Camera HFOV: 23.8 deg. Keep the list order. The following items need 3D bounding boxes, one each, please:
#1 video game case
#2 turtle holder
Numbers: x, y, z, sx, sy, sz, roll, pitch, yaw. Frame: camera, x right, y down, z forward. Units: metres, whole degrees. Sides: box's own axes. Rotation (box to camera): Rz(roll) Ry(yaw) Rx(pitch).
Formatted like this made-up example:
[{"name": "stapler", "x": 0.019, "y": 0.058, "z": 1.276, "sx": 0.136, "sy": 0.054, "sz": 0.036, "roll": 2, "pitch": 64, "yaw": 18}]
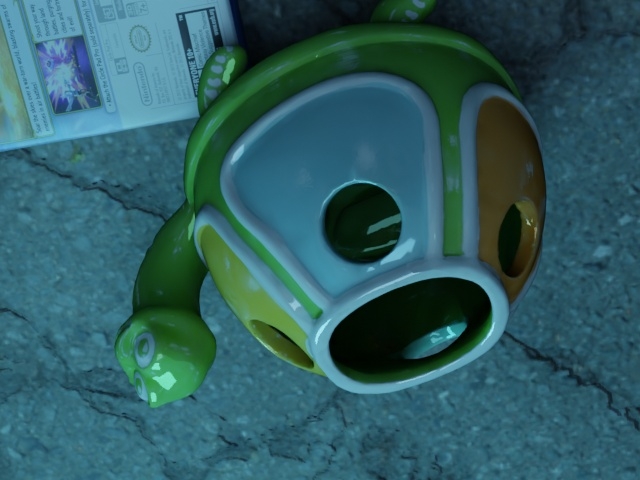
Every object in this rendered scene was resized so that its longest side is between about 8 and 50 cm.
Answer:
[{"name": "video game case", "x": -0.194, "y": -0.208, "z": 1.119, "sx": 0.244, "sy": 0.061, "sz": 0.269, "roll": -9, "pitch": 115, "yaw": 4}, {"name": "turtle holder", "x": 0.006, "y": -0.014, "z": 1.077, "sx": 0.320, "sy": 0.227, "sz": 0.243, "roll": -7, "pitch": 138, "yaw": -9}]
